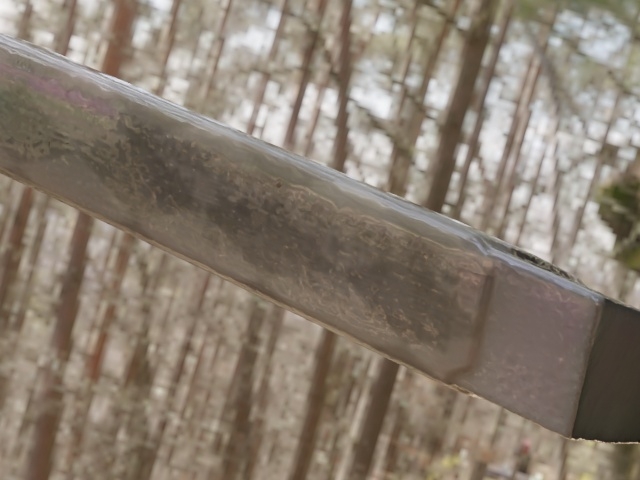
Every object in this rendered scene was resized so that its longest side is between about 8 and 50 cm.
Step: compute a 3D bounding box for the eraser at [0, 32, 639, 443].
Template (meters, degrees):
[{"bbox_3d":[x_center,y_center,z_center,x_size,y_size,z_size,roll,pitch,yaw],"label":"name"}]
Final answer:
[{"bbox_3d":[-0.001,0.000,0.902,0.397,0.082,0.213,24,2,25],"label":"eraser"}]
